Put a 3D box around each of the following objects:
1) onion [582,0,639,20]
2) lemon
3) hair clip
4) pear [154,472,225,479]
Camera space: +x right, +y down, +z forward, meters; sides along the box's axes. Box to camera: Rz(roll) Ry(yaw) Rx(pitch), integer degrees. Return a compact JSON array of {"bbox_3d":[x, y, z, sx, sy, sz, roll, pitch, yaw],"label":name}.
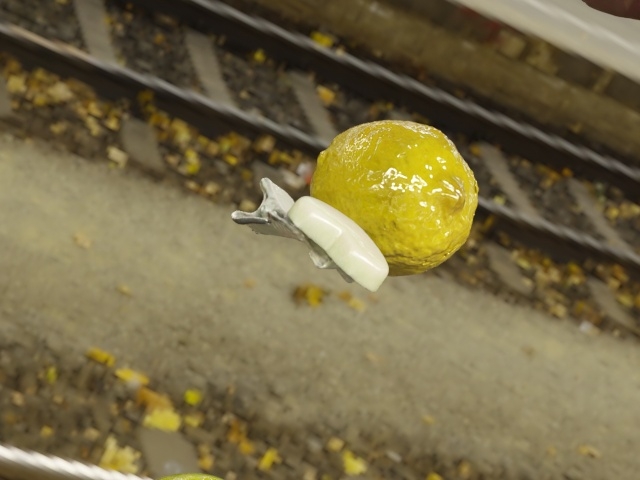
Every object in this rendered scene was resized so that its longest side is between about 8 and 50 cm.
[{"bbox_3d":[0.277,-0.284,1.288,0.195,0.140,0.218,11,-8,39],"label":"onion"},{"bbox_3d":[0.086,-0.052,1.780,0.192,0.192,0.231,7,-1,-45],"label":"lemon"},{"bbox_3d":[0.003,0.000,1.565,0.159,0.071,0.218,30,2,-41],"label":"hair clip"},{"bbox_3d":[-0.152,0.379,1.754,0.180,0.166,0.216,32,25,-29],"label":"pear"}]
